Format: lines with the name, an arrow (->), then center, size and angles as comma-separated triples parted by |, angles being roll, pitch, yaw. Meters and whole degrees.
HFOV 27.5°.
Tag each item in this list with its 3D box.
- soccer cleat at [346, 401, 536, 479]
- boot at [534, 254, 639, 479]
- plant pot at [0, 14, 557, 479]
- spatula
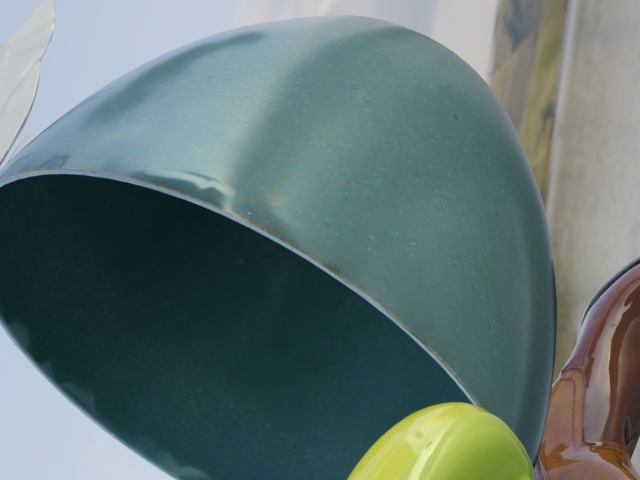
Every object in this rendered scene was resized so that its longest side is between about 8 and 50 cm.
soccer cleat -> 0.008, 0.160, 0.465 | 0.093, 0.121, 0.289 | -23, -45, -31
boot -> 0.202, 0.138, 0.909 | 0.264, 0.096, 0.280 | -48, 3, 14
plant pot -> 0.000, 0.000, 0.662 | 0.195, 0.290, 0.290 | -58, -21, -31
spatula -> -0.217, -0.023, 0.798 | 0.242, 0.019, 0.168 | -49, 38, 36
